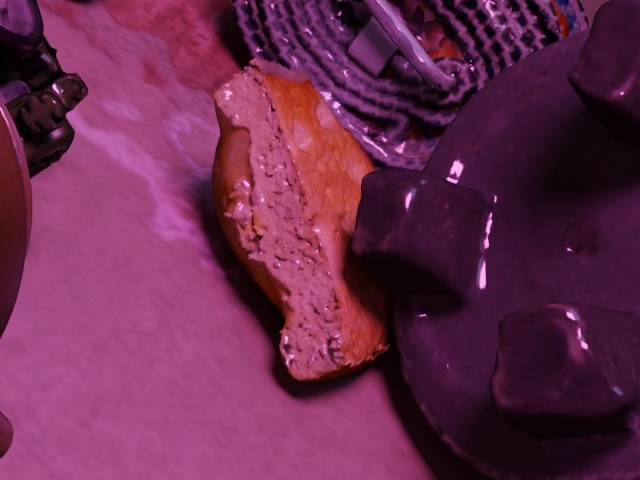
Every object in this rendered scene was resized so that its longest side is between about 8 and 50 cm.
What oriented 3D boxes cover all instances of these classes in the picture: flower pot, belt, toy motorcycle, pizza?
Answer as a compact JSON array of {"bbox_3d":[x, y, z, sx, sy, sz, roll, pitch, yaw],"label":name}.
[{"bbox_3d":[0.198,0.017,0.932,0.283,0.299,0.299,29,27,-46],"label":"flower pot"},{"bbox_3d":[0.070,-0.149,1.160,0.295,0.206,0.160,56,23,-2],"label":"belt"},{"bbox_3d":[-0.184,-0.128,0.856,0.205,0.127,0.275,58,8,-2],"label":"toy motorcycle"},{"bbox_3d":[-0.005,-0.007,0.999,0.204,0.080,0.188,-3,72,-66],"label":"pizza"}]

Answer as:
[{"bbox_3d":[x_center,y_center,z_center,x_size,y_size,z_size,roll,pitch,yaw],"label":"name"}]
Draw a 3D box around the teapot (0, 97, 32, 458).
[{"bbox_3d":[-0.202,-0.025,0.634,0.268,0.185,0.175,64,23,0],"label":"teapot"}]
